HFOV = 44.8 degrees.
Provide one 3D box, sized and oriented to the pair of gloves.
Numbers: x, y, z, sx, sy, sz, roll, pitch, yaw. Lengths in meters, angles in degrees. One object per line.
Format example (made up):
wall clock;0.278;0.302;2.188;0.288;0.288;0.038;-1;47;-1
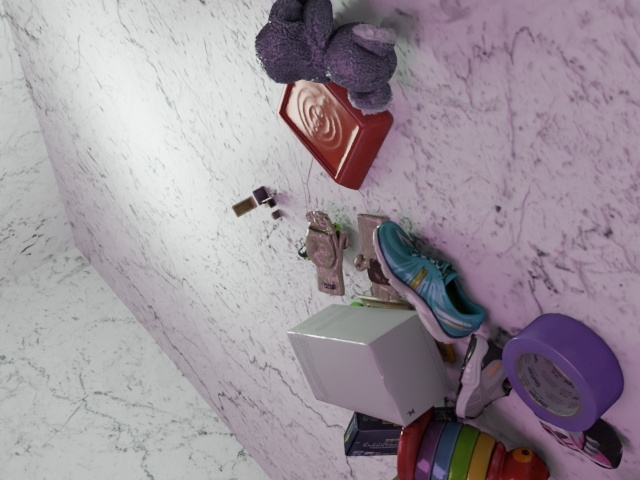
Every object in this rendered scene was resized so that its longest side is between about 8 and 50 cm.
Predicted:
pair of gloves;0.072;0.030;1.668;0.240;0.042;0.204;3;118;40

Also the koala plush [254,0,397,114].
koala plush;0.029;-0.311;1.267;0.221;0.203;0.196;32;147;19

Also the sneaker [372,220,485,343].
sneaker;0.210;0.066;1.485;0.275;0.107;0.110;50;134;3

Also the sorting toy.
sorting toy;0.164;0.215;1.751;0.348;0.047;0.196;0;119;59

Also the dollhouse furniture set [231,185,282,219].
dollhouse furniture set;-0.146;-0.079;1.882;0.081;0.114;0.091;-18;101;59

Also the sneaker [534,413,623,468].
sneaker;0.463;0.347;1.386;0.178;0.072;0.077;40;162;47

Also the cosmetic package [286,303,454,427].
cosmetic package;0.096;0.260;1.694;0.365;0.155;0.197;-2;113;59

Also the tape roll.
tape roll;0.406;0.223;1.311;0.189;0.080;0.189;39;149;30

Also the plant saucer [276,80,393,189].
plant saucer;0.008;-0.244;1.511;0.259;0.048;0.258;51;153;14

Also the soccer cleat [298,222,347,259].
soccer cleat;0.000;0.000;1.791;0.179;0.060;0.072;-18;94;56

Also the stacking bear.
stacking bear;0.317;0.453;1.579;0.289;0.175;0.164;13;111;21

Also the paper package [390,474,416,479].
paper package;0.259;0.765;1.961;0.325;0.168;0.309;52;177;10

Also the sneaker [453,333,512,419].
sneaker;0.323;0.283;1.506;0.108;0.100;0.271;15;148;13

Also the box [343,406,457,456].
box;0.180;0.442;1.788;0.183;0.233;0.059;104;164;-55
